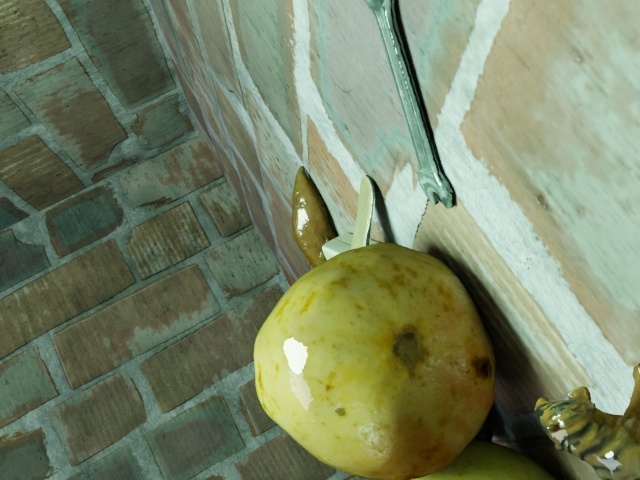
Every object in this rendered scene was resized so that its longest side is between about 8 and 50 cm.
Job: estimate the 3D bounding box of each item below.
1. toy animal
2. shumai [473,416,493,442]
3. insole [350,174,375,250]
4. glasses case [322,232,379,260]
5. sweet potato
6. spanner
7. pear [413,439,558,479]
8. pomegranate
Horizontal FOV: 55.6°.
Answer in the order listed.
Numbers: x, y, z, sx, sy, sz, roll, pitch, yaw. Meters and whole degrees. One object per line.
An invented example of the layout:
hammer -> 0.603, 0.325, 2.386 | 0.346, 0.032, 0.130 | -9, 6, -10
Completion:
toy animal -> 0.292, 0.230, 0.506 | 0.255, 0.116, 0.114 | 62, 172, -11
shumai -> 0.162, 0.297, 1.067 | 0.225, 0.222, 0.260 | 51, 162, 54
insole -> 0.066, 0.011, 1.025 | 0.081, 0.011, 0.247 | -125, 36, -62
glasses case -> 0.093, 0.067, 1.179 | 0.131, 0.070, 0.313 | 64, 170, -12
sweet potato -> -0.006, 0.005, 1.426 | 0.354, 0.095, 0.106 | 69, -152, -26
spanner -> 0.099, -0.160, 0.680 | 0.071, 0.018, 0.301 | 45, 162, 58
pear -> 0.227, 0.463, 0.872 | 0.348, 0.348, 0.348 | 58, 170, 17
pomegranate -> 0.077, 0.162, 0.862 | 0.342, 0.343, 0.342 | 58, 170, 17
